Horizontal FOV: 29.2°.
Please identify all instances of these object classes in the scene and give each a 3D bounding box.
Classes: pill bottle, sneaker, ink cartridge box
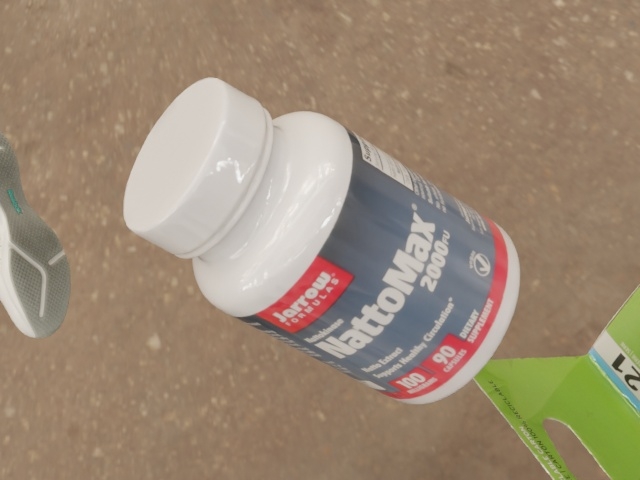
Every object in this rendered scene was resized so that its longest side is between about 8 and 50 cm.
[{"bbox_3d":[0.000,0.000,0.601,0.180,0.108,0.108,29,103,-29],"label":"pill bottle"},{"bbox_3d":[-0.216,-0.002,0.817,0.061,0.054,0.152,-28,83,32],"label":"sneaker"},{"bbox_3d":[0.239,0.101,0.731,0.255,0.188,0.097,2,130,-42],"label":"ink cartridge box"}]
